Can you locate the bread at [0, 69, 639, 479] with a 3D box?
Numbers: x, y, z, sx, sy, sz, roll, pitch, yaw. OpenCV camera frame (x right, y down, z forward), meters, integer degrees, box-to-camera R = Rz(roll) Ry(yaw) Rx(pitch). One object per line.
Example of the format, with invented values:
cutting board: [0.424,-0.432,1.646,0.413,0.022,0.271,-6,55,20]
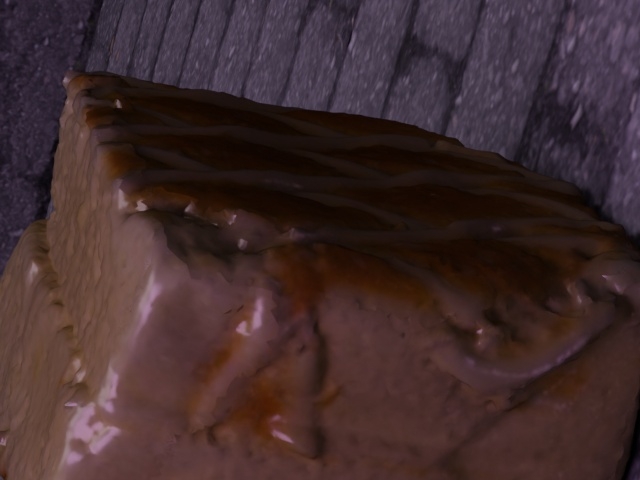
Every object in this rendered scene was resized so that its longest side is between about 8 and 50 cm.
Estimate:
bread: [-0.016,0.070,1.333,0.371,0.390,0.279,-122,43,-67]
